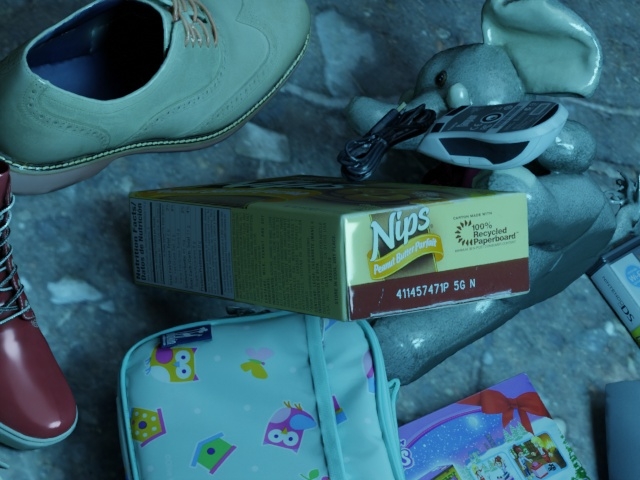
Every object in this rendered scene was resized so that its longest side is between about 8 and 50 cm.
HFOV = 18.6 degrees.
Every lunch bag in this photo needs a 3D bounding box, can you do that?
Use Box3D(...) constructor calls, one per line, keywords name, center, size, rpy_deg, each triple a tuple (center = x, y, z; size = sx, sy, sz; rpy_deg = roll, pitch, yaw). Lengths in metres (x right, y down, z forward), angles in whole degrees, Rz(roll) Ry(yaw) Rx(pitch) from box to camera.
Box3D(name="lunch bag", center=(-0.037, 0.182, 1.523), size=(0.224, 0.108, 0.279), rpy_deg=(-11, 61, -1))

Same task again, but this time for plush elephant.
Box3D(name="plush elephant", center=(0.144, -0.076, 1.768), size=(0.330, 0.272, 0.255), rpy_deg=(-22, 65, -38))

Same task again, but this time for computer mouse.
Box3D(name="computer mouse", center=(0.115, -0.079, 1.575), size=(0.106, 0.193, 0.042), rpy_deg=(-38, 120, -42))

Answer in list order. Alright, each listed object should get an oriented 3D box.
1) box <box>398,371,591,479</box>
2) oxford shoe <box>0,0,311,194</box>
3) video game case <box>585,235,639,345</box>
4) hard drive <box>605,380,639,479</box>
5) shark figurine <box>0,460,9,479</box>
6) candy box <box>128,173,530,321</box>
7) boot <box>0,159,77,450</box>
Box3D(name="box", center=(0.115, 0.250, 1.664), size=(0.293, 0.057, 0.201), rpy_deg=(-19, 72, -38))
Box3D(name="oxford shoe", center=(-0.132, -0.160, 1.721), size=(0.397, 0.146, 0.140), rpy_deg=(-32, 80, -41))
Box3D(name="video game case", center=(0.430, 0.077, 1.986), size=(0.275, 0.035, 0.248), rpy_deg=(-26, 76, -40))
Box3D(name="hard drive", center=(0.351, 0.251, 1.790), size=(0.172, 0.054, 0.254), rpy_deg=(7, 64, -23))
Box3D(name="shark figurine", center=(-0.279, 0.207, 1.448), size=(0.278, 0.166, 0.116), rpy_deg=(34, 73, -33))
Box3D(name="candy box", center=(0.000, 0.000, 1.592), size=(0.183, 0.316, 0.087), rpy_deg=(-7, 97, -35))
Box3D(name="boot", center=(-0.252, 0.035, 1.502), size=(0.088, 0.176, 0.244), rpy_deg=(-31, 81, -43))
